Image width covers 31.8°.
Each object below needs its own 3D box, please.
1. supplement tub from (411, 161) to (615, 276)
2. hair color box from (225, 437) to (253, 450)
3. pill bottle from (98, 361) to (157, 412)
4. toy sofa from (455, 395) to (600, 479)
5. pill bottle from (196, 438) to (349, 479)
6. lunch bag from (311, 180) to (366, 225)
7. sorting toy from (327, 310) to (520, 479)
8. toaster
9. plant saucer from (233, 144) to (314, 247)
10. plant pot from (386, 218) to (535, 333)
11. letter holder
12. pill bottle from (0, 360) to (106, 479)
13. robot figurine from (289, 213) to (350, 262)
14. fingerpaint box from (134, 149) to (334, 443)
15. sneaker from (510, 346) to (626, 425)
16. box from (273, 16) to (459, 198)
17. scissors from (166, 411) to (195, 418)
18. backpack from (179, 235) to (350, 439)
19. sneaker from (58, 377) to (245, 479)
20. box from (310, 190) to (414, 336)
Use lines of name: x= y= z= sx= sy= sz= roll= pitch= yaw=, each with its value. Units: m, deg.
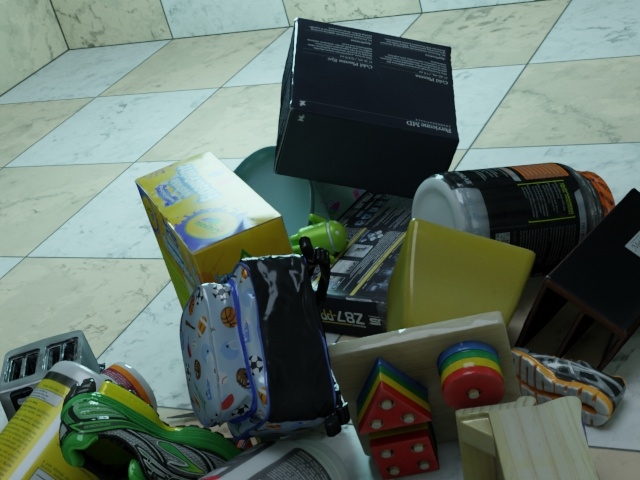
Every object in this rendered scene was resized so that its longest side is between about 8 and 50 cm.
supplement tub: x=0.352 y=-0.033 z=2.039 sx=0.338 sy=0.207 sz=0.207 roll=-6 pitch=22 yaw=-23
hair color box: x=-0.183 y=0.361 z=1.834 sx=0.141 sy=0.043 sz=0.072 roll=-7 pitch=29 yaw=19
pill bottle: x=-0.401 y=0.317 z=1.950 sx=0.121 sy=0.121 sz=0.221 roll=13 pitch=40 yaw=44
toy sofa: x=0.286 y=0.365 z=1.452 sx=0.177 sy=0.150 sz=0.362 roll=-9 pitch=28 yaw=3
pill bottle: x=-0.075 y=0.372 z=1.524 sx=0.176 sy=0.176 sz=0.318 roll=-4 pitch=4 yaw=23
lunch bag: x=0.024 y=-0.162 z=2.460 sx=0.160 sy=0.262 sz=0.223 roll=12 pitch=37 yaw=43
sorting toy: x=0.164 y=0.241 z=1.655 sx=0.257 sy=0.255 sz=0.089 roll=-12 pitch=43 yaw=8
toaster: x=-0.503 y=0.265 z=2.118 sx=0.168 sy=0.110 sz=0.186 roll=-16 pitch=27 yaw=-1
plant saucer: x=-0.116 y=-0.041 z=2.356 sx=0.043 sy=0.318 sz=0.317 roll=19 pitch=0 yaw=-41
plant pot: x=0.212 y=0.121 z=1.851 sx=0.212 sy=0.212 sz=0.187 roll=16 pitch=54 yaw=2
letter holder: x=0.479 y=0.094 z=1.885 sx=0.152 sy=0.214 sz=0.302 roll=37 pitch=50 yaw=19
pill bottle: x=-0.433 y=0.369 z=1.745 sx=0.188 sy=0.188 sz=0.334 roll=11 pitch=56 yaw=42
robot figurine: x=0.000 y=0.000 z=2.180 sx=0.115 sy=0.067 sz=0.101 roll=-15 pitch=55 yaw=8
fingerpaint box: x=-0.147 y=0.082 z=1.949 sx=0.163 sy=0.371 sz=0.445 roll=-23 pitch=23 yaw=-13
sneaker: x=0.379 y=0.218 z=1.761 sx=0.083 sy=0.084 sz=0.215 roll=-31 pitch=39 yaw=-33
box: x=0.091 y=-0.269 z=2.301 sx=0.343 sy=0.179 sz=0.312 roll=10 pitch=44 yaw=-7
scissors: x=-0.122 y=0.287 z=1.971 sx=0.297 sy=0.021 sz=0.109 roll=-4 pitch=32 yaw=26
backpack: x=-0.088 y=0.168 z=1.600 sx=0.213 sy=0.263 sz=0.276 roll=-2 pitch=70 yaw=-11
sneaker: x=-0.235 y=0.344 z=1.648 sx=0.134 sy=0.343 sz=0.146 roll=-53 pitch=17 yaw=27
box: x=0.130 y=0.037 z=2.212 sx=0.318 sy=0.097 sz=0.395 roll=3 pitch=33 yaw=36
